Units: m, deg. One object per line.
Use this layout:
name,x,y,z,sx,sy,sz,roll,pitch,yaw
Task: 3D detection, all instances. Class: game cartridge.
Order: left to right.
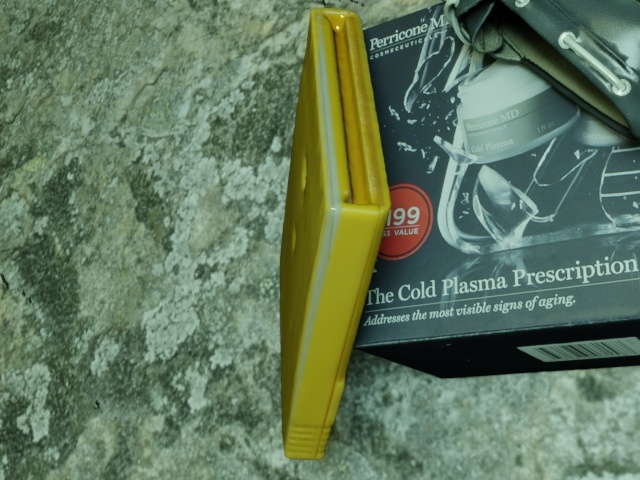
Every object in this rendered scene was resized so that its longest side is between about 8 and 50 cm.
game cartridge,0.000,0.000,0.736,0.052,0.324,0.285,3,44,-6

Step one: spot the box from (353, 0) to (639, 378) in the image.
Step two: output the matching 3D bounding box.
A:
box,0.211,-0.058,0.695,0.343,0.179,0.313,-11,66,33

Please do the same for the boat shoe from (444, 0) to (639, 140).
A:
boat shoe,0.145,-0.179,0.600,0.091,0.114,0.302,-50,50,3
